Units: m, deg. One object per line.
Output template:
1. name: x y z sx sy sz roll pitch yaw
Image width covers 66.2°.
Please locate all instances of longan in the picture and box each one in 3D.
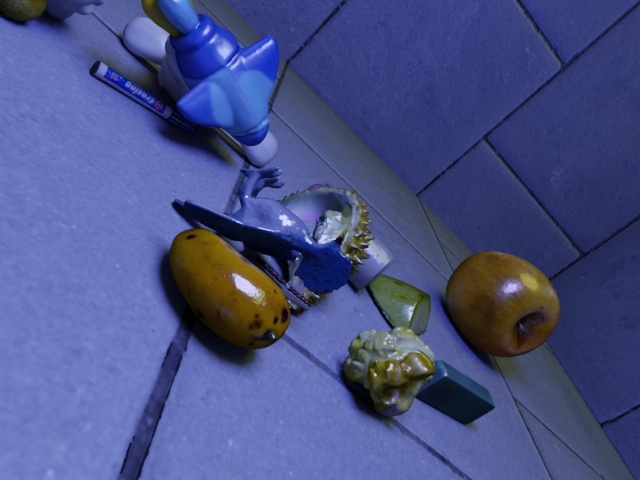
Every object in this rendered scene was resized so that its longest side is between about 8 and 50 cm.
1. longan: -0.427 -0.352 0.701 0.075 0.083 0.075 -6 90 -87

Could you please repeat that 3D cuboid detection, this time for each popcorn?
1. popcorn: 0.108 0.192 0.750 0.145 0.125 0.126 44 8 -42

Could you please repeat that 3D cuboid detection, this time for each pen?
1. pen: -0.297 -0.242 0.853 0.204 0.025 0.025 29 26 -45

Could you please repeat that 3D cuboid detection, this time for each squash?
1. squash: 0.190 0.124 1.120 0.184 0.085 0.191 55 18 17

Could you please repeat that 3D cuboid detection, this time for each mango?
1. mango: -0.112 0.054 0.582 0.178 0.090 0.115 46 5 4

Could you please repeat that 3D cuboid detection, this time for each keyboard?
1. keyboard: -0.064 0.053 0.700 0.055 0.017 0.166 37 -3 -27

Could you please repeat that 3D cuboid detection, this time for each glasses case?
1. glasses case: 0.253 0.292 0.936 0.184 0.077 0.040 36 25 -32

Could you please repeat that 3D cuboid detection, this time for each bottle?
1. bottle: 0.044 -0.016 1.035 0.233 0.110 0.110 50 19 2

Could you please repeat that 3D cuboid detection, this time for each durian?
1. durian: 0.000 0.000 0.859 0.166 0.172 0.307 16 38 -15

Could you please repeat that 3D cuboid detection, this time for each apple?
1. apple: 0.519 0.179 1.434 0.299 0.299 0.275 38 4 -28

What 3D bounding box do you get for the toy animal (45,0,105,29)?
1. toy animal: -0.416 -0.438 0.754 0.192 0.128 0.178 22 -10 29

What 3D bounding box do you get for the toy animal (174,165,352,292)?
1. toy animal: -0.084 -0.015 0.691 0.239 0.255 0.177 56 33 -76

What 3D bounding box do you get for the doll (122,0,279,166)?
1. doll: -0.204 -0.287 0.898 0.375 0.187 0.365 23 -3 -18
